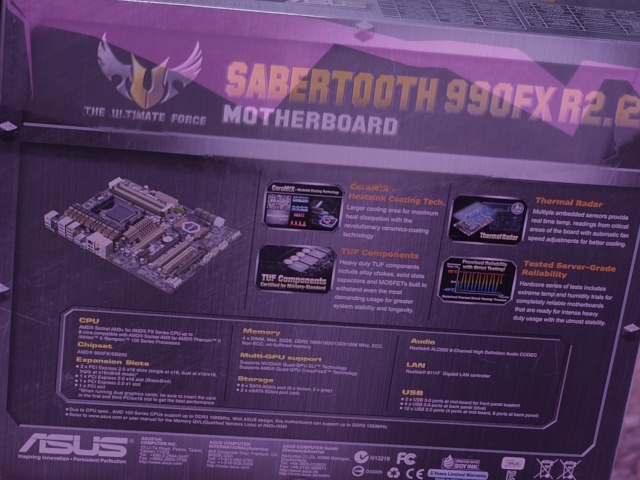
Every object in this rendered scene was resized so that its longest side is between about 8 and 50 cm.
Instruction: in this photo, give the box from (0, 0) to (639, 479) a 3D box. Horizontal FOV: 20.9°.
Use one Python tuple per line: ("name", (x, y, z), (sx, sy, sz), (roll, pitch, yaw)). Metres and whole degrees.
("box", (0.000, 0.000, 0.604), (0.231, 0.056, 0.183), (3, 114, -8))
